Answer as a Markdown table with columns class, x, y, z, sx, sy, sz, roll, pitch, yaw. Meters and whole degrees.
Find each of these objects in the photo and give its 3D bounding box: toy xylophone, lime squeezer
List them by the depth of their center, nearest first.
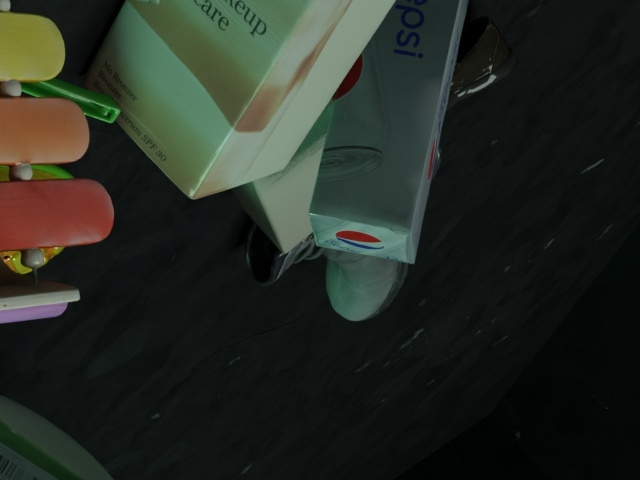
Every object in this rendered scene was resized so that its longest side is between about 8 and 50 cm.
| class | x | y | z | sx | sy | sz | roll | pitch | yaw |
| --- | --- | --- | --- | --- | --- | --- | --- | --- | --- |
| toy xylophone | -0.241 | -0.099 | 0.973 | 0.081 | 0.323 | 0.236 | -10 | -175 | 38 |
| lime squeezer | -0.268 | -0.103 | 1.076 | 0.059 | 0.110 | 0.310 | -33 | 168 | 34 |

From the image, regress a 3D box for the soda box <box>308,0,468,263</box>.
| class | x | y | z | sx | sy | sz | roll | pitch | yaw |
| --- | --- | --- | --- | --- | --- | --- | --- | --- | --- |
| soda box | 0.066 | -0.131 | 1.575 | 0.091 | 0.098 | 0.286 | 78 | 25 | -71 |

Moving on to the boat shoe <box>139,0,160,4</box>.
| class | x | y | z | sx | sy | sz | roll | pitch | yaw |
| --- | --- | --- | --- | --- | --- | --- | --- | --- | --- |
| boat shoe | -0.150 | -0.221 | 1.162 | 0.228 | 0.081 | 0.069 | 41 | 68 | -75 |

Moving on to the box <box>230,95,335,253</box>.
| class | x | y | z | sx | sy | sz | roll | pitch | yaw |
| --- | --- | --- | --- | --- | --- | --- | --- | --- | --- |
| box | -0.040 | -0.090 | 1.693 | 0.113 | 0.094 | 0.275 | -40 | 163 | -8 |

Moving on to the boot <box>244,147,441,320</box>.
| class | x | y | z | sx | sy | sz | roll | pitch | yaw |
| --- | --- | --- | --- | --- | --- | --- | --- | --- | --- |
| boot | 0.000 | 0.000 | 2.006 | 0.222 | 0.118 | 0.338 | -27 | 147 | -32 |

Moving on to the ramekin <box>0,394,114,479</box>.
| class | x | y | z | sx | sy | sz | roll | pitch | yaw |
| --- | --- | --- | --- | --- | --- | --- | --- | --- | --- |
| ramekin | -0.320 | 0.266 | 1.612 | 0.148 | 0.303 | 0.303 | -54 | 161 | 13 |

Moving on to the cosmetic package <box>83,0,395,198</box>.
| class | x | y | z | sx | sy | sz | roll | pitch | yaw |
| --- | --- | --- | --- | --- | --- | --- | --- | --- | --- |
| cosmetic package | -0.046 | -0.192 | 1.343 | 0.129 | 0.153 | 0.296 | -22 | 153 | -50 |

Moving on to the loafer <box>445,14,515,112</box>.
| class | x | y | z | sx | sy | sz | roll | pitch | yaw |
| --- | --- | --- | --- | --- | --- | --- | --- | --- | --- |
| loafer | 0.112 | -0.180 | 1.874 | 0.220 | 0.080 | 0.078 | -35 | 129 | -20 |

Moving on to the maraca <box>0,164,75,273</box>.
| class | x | y | z | sx | sy | sz | roll | pitch | yaw |
| --- | --- | --- | --- | --- | --- | --- | --- | --- | --- |
| maraca | -0.275 | -0.023 | 1.348 | 0.185 | 0.099 | 0.127 | 3 | 136 | -30 |
